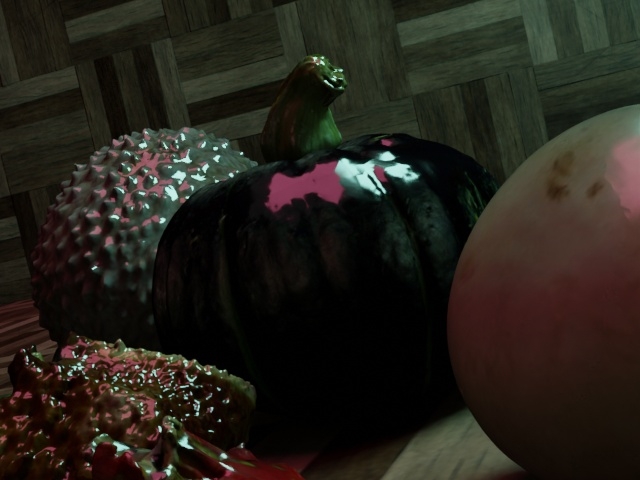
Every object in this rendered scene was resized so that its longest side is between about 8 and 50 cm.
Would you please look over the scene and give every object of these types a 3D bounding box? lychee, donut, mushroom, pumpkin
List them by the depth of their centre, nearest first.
[{"bbox_3d":[0.174,0.041,0.539,0.204,0.204,0.204,-13,4,1],"label":"mushroom"},{"bbox_3d":[-0.115,0.127,0.626,0.126,0.144,0.186,-6,-25,17],"label":"donut"},{"bbox_3d":[0.000,0.000,0.838,0.295,0.296,0.296,-13,4,1],"label":"pumpkin"},{"bbox_3d":[-0.153,0.022,1.098,0.300,0.300,0.300,-13,4,1],"label":"lychee"}]

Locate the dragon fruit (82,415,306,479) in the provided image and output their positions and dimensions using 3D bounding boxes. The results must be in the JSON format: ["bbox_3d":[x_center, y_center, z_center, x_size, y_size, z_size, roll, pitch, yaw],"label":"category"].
[{"bbox_3d":[-0.042,0.121,0.429,0.153,0.111,0.153,-10,7,1],"label":"dragon fruit"}]

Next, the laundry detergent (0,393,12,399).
[{"bbox_3d":[-0.356,0.186,0.905,0.210,0.063,0.137,-15,2,1],"label":"laundry detergent"}]
